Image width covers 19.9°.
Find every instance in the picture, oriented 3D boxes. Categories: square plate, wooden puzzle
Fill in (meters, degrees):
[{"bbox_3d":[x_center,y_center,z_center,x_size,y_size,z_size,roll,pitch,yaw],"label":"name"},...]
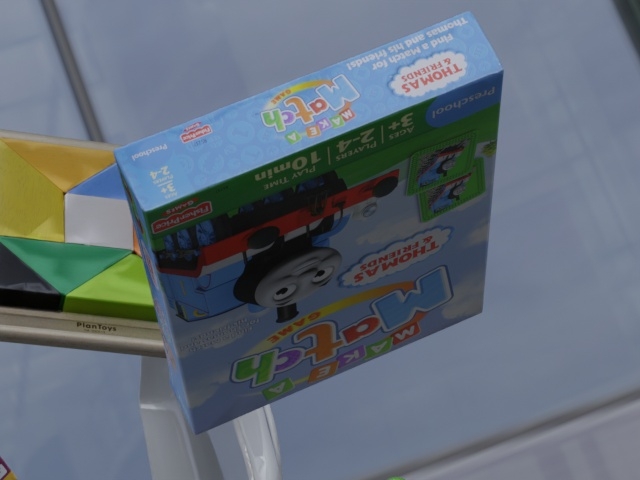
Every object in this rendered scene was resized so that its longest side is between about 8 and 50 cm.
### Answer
[{"bbox_3d":[-0.095,0.168,1.540,0.049,0.344,0.347,-5,-41,-15],"label":"square plate"},{"bbox_3d":[-0.172,-0.006,1.373,0.221,0.238,0.044,7,-49,-15],"label":"wooden puzzle"}]

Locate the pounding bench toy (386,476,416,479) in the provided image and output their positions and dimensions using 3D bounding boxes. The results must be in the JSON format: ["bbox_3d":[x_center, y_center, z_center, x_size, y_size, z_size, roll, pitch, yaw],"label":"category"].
[{"bbox_3d":[0.038,0.150,0.894,0.052,0.065,0.083,21,-11,-15],"label":"pounding bench toy"}]

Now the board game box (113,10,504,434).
[{"bbox_3d":[0.000,0.000,0.821,0.160,0.039,0.211,-23,-28,-10],"label":"board game box"}]

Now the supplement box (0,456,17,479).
[{"bbox_3d":[-0.214,0.115,0.987,0.055,0.083,0.043,-44,28,-25],"label":"supplement box"}]
